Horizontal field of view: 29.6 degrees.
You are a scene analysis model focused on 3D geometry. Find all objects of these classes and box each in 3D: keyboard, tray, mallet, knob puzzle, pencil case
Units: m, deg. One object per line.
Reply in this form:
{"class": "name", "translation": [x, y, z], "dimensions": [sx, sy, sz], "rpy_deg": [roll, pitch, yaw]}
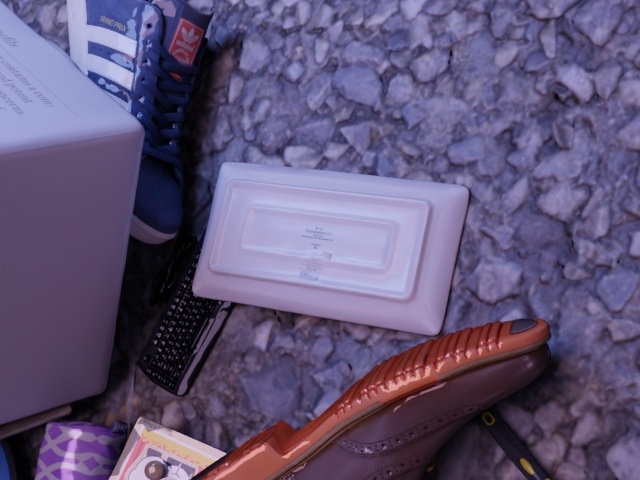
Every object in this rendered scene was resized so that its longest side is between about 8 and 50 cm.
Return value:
{"class": "keyboard", "translation": [-0.138, 0.055, 1.238], "dimensions": [0.100, 0.038, 0.192], "rpy_deg": [26, 89, 33]}
{"class": "tray", "translation": [0.000, 0.000, 1.164], "dimensions": [0.270, 0.030, 0.145], "rpy_deg": [8, 80, 26]}
{"class": "mallet", "translation": [0.196, 0.201, 1.003], "dimensions": [0.062, 0.039, 0.189], "rpy_deg": [-40, 56, 14]}
{"class": "knob puzzle", "translation": [-0.136, 0.286, 1.133], "dimensions": [0.213, 0.030, 0.213], "rpy_deg": [-2, 80, 9]}
{"class": "pencil case", "translation": [-0.246, 0.277, 1.203], "dimensions": [0.086, 0.088, 0.206], "rpy_deg": [4, 77, 28]}

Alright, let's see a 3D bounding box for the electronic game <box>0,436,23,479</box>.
{"class": "electronic game", "translation": [-0.413, 0.289, 1.321], "dimensions": [0.229, 0.048, 0.229], "rpy_deg": [-9, 71, 28]}

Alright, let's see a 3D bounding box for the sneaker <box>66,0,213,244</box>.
{"class": "sneaker", "translation": [-0.175, -0.171, 1.271], "dimensions": [0.148, 0.131, 0.350], "rpy_deg": [-26, 63, 26]}

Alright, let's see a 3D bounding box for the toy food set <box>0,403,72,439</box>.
{"class": "toy food set", "translation": [-0.356, 0.160, 1.303], "dimensions": [0.128, 0.071, 0.218], "rpy_deg": [-25, 45, -21]}

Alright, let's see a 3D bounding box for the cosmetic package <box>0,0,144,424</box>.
{"class": "cosmetic package", "translation": [-0.430, -0.018, 1.143], "dimensions": [0.329, 0.394, 0.327], "rpy_deg": [40, 130, 37]}

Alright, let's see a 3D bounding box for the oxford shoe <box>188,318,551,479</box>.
{"class": "oxford shoe", "translation": [0.054, 0.186, 1.049], "dimensions": [0.364, 0.130, 0.132], "rpy_deg": [-31, 89, 17]}
